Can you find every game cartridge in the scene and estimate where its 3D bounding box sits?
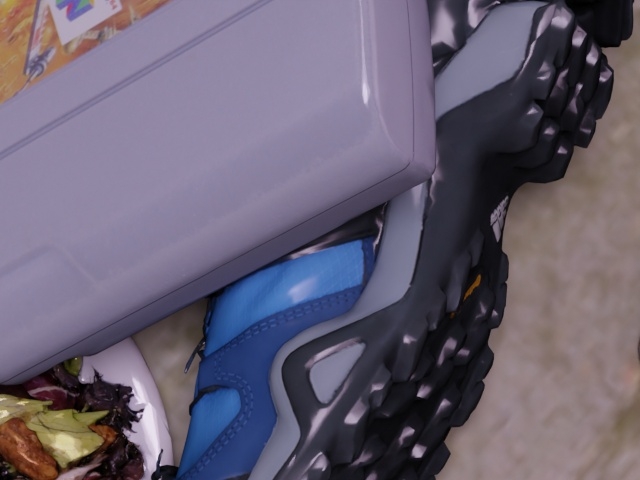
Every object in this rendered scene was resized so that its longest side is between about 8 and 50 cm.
[{"bbox_3d":[-0.076,-0.124,0.665,0.198,0.062,0.297,-30,68,26],"label":"game cartridge"}]

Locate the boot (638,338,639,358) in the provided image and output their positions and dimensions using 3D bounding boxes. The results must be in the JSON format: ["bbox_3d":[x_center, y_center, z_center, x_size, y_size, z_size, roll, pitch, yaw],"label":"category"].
[{"bbox_3d":[0.217,0.032,0.647,0.190,0.208,0.076,20,65,4],"label":"boot"}]

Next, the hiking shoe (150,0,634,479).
[{"bbox_3d":[0.000,0.000,0.696,0.132,0.113,0.304,23,79,24],"label":"hiking shoe"}]

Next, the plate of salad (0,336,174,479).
[{"bbox_3d":[-0.150,0.084,0.676,0.200,0.048,0.200,2,76,-6],"label":"plate of salad"}]
